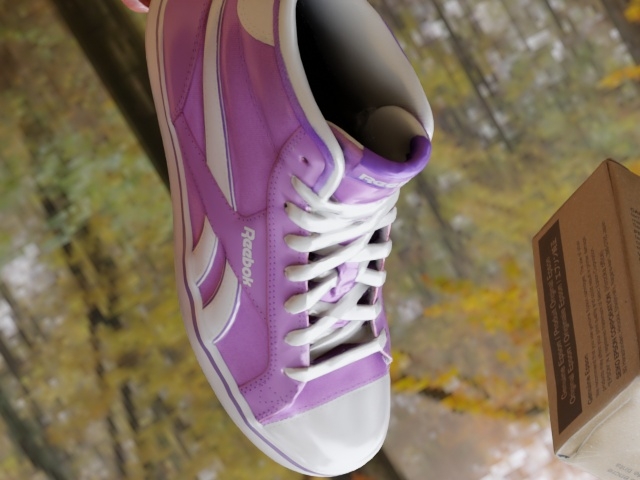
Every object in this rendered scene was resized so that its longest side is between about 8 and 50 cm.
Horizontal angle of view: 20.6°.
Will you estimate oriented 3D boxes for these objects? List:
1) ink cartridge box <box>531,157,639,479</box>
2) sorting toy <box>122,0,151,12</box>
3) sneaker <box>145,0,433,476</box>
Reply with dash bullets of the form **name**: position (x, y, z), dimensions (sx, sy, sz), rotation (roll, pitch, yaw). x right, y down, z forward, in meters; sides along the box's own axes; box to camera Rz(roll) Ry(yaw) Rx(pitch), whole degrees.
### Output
- **ink cartridge box**: position (0.250, 0.083, 1.081), dimensions (0.088, 0.234, 0.193), rotation (-50, -157, 34)
- **sorting toy**: position (-0.112, -0.185, 1.037), dimensions (0.042, 0.102, 0.061), rotation (-25, -159, 25)
- **sneaker**: position (-0.001, 0.000, 0.856), dimensions (0.102, 0.282, 0.161), rotation (-26, -160, -28)
